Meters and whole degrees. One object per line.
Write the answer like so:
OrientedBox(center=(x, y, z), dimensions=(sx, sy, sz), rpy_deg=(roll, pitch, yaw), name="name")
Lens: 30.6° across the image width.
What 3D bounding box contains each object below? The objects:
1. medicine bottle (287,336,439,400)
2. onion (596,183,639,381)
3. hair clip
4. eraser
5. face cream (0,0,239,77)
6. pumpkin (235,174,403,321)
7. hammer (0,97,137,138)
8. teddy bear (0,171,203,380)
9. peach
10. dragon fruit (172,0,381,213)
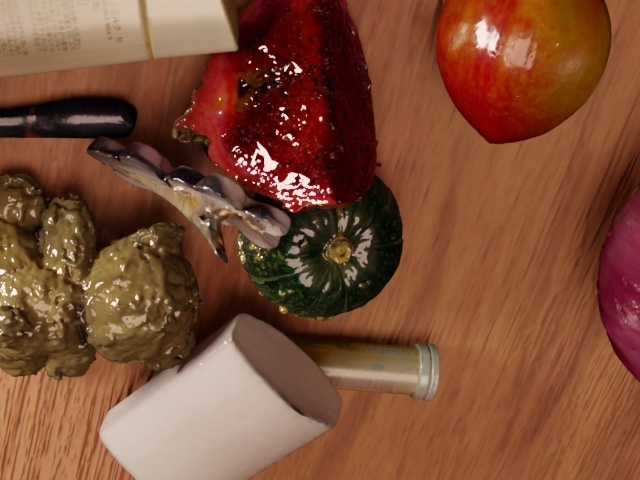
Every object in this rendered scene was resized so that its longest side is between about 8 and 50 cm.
OrientedBox(center=(0.037, 0.159, 1.481), dimensions=(0.218, 0.074, 0.074), rpy_deg=(5, 119, -9), name="medicine bottle")
OrientedBox(center=(0.512, 0.043, 1.353), dimensions=(0.358, 0.345, 0.358), rpy_deg=(0, 90, -24), name="onion")
OrientedBox(center=(-0.141, -0.047, 1.241), dimensions=(0.075, 0.257, 0.146), rpy_deg=(-58, 146, -1), name="hair clip")
OrientedBox(center=(-0.125, 0.217, 1.430), dimensions=(0.174, 0.095, 0.270), rpy_deg=(43, 124, -15), name="eraser")
OrientedBox(center=(-0.263, -0.258, 1.175), dimensions=(0.348, 0.081, 0.173), rpy_deg=(-7, 104, -4), name="face cream")
OrientedBox(center=(0.001, -0.001, 1.333), dimensions=(0.190, 0.146, 0.190), rpy_deg=(0, 111, 0), name="pumpkin")
OrientedBox(center=(-0.346, -0.122, 1.276), dimensions=(0.290, 0.037, 0.137), rpy_deg=(-2, 120, -7), name="hammer")
OrientedBox(center=(-0.262, 0.060, 1.330), dimensions=(0.256, 0.156, 0.267), rpy_deg=(-3, 119, -8), name="teddy bear")
OrientedBox(center=(0.206, -0.198, 1.228), dimensions=(0.197, 0.197, 0.197), rpy_deg=(-4, 121, -6), name="peach")
OrientedBox(center=(-0.049, -0.139, 1.257), dimensions=(0.211, 0.262, 0.134), rpy_deg=(-5, 167, 19), name="dragon fruit")
